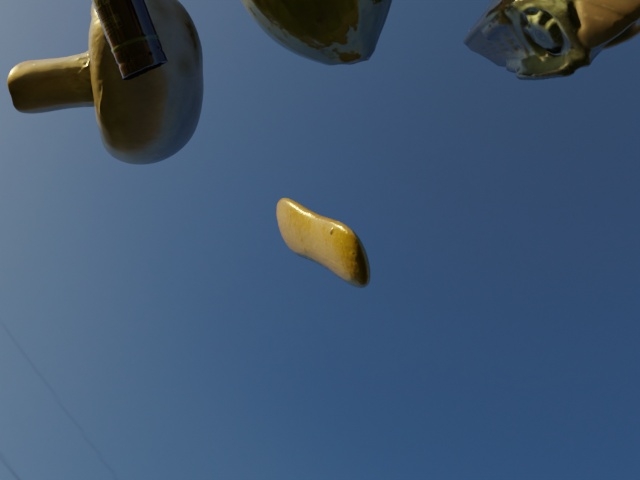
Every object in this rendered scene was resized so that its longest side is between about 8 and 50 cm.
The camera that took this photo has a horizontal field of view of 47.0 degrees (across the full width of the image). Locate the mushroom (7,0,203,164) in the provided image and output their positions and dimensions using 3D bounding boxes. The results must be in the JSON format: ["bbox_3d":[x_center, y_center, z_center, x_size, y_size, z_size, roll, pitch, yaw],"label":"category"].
[{"bbox_3d":[-0.239,-0.187,0.835,0.215,0.207,0.207,-5,-67,-3],"label":"mushroom"}]

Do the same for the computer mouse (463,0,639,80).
[{"bbox_3d":[0.281,-0.305,0.918,0.199,0.389,0.115,-38,-69,-8],"label":"computer mouse"}]

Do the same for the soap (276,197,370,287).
[{"bbox_3d":[0.000,0.000,0.373,0.089,0.012,0.034,29,-43,56],"label":"soap"}]

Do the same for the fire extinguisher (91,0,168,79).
[{"bbox_3d":[-0.176,-0.217,0.616,0.064,0.043,0.158,-4,-72,64],"label":"fire extinguisher"}]

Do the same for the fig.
[{"bbox_3d":[0.005,-0.372,1.023,0.239,0.239,0.271,-20,-71,32],"label":"fig"}]
